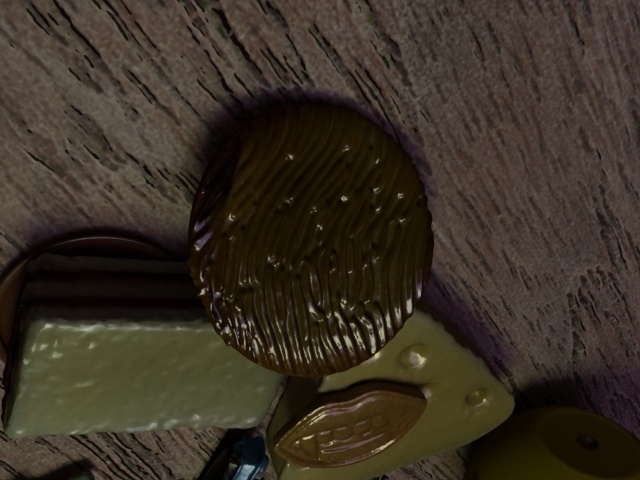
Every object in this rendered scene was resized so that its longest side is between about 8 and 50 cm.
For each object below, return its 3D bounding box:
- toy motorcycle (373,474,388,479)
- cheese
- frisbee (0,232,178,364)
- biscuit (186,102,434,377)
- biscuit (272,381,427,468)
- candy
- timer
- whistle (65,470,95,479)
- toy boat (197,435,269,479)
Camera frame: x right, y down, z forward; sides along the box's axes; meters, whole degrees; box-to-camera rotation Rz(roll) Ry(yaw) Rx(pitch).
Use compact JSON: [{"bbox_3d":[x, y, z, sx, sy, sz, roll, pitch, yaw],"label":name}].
[{"bbox_3d":[-0.022,0.516,1.290,0.212,0.125,0.358,7,123,-35],"label":"toy motorcycle"},{"bbox_3d":[0.088,0.195,1.104,0.384,0.104,0.384,-10,128,-14],"label":"cheese"},{"bbox_3d":[-0.279,0.094,0.947,0.250,0.021,0.251,-10,126,-14],"label":"frisbee"},{"bbox_3d":[0.000,0.000,0.871,0.318,0.040,0.318,-2,93,-29],"label":"biscuit"},{"bbox_3d":[0.042,0.259,1.048,0.220,0.029,0.142,-13,128,-11],"label":"biscuit"},{"bbox_3d":[-0.202,0.124,0.903,0.320,0.135,0.179,3,123,-26],"label":"candy"},{"bbox_3d":[0.395,0.479,1.273,0.376,0.376,0.387,0,118,-21],"label":"timer"},{"bbox_3d":[-0.430,0.390,1.071,0.235,0.077,0.114,-30,157,-5],"label":"whistle"},{"bbox_3d":[-0.139,0.391,1.164,0.097,0.100,0.223,24,115,-17],"label":"toy boat"}]
